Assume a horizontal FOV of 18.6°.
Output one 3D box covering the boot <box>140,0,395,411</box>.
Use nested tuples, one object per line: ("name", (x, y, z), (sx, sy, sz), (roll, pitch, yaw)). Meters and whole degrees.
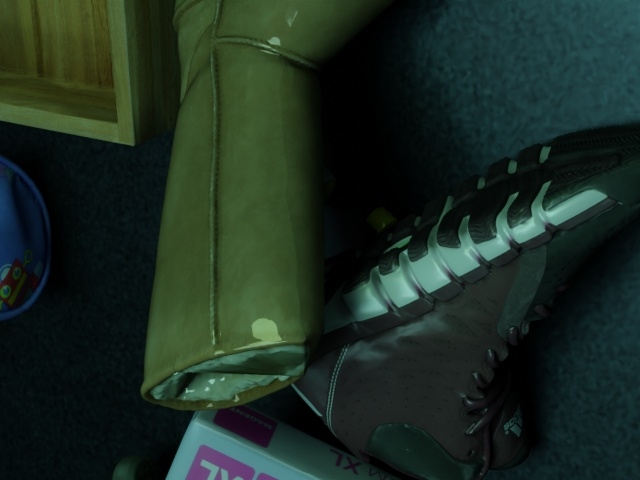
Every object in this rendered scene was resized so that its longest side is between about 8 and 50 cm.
("boot", (-0.011, -0.056, 1.129), (0.236, 0.089, 0.269), (-30, 50, 47))

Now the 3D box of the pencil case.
("pencil case", (-0.342, 0.008, 1.423), (0.306, 0.133, 0.119), (-6, 68, 35))

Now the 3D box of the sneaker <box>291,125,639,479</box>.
("sneaker", (0.109, 0.052, 1.158), (0.281, 0.106, 0.162), (-27, 106, 30))

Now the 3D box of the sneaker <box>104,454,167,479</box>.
("sneaker", (-0.148, 0.263, 1.369), (0.130, 0.087, 0.227), (-3, 105, 22))

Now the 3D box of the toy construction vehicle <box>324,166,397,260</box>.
("toy construction vehicle", (0.000, 0.000, 1.247), (0.086, 0.035, 0.098), (44, 124, 26))

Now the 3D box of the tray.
("tray", (-0.190, -0.280, 1.254), (0.203, 0.076, 0.411), (12, 116, 32))

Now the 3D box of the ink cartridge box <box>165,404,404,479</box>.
("ink cartridge box", (-0.050, 0.271, 1.270), (0.186, 0.065, 0.311), (25, 112, 2))
